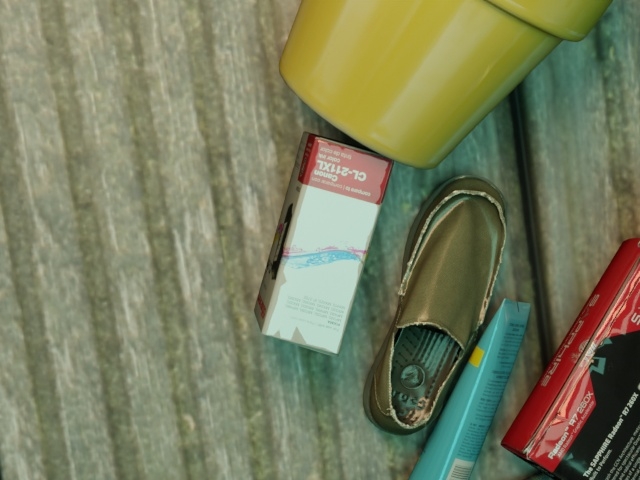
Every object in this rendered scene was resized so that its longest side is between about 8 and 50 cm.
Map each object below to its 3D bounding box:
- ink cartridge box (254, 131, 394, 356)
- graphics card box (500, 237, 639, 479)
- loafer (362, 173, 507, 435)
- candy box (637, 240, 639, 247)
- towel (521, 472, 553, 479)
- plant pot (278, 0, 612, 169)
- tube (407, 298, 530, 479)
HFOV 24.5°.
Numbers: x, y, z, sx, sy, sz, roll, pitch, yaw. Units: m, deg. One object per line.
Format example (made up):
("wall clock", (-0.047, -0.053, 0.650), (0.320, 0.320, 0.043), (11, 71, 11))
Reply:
("ink cartridge box", (0.000, 0.000, 1.287), (0.072, 0.127, 0.175), (15, 94, -7))
("graphics card box", (0.379, 0.191, 1.365), (0.371, 0.094, 0.233), (33, 84, -9))
("loafer", (0.112, 0.064, 1.329), (0.094, 0.087, 0.251), (16, 95, -9))
("candy box", (0.403, 0.036, 1.298), (0.233, 0.159, 0.071), (43, 123, 5))
("towel", (0.146, 0.417, 1.402), (0.312, 0.056, 0.324), (-24, 97, -7))
("plant pot", (0.091, -0.202, 1.230), (0.254, 0.254, 0.239), (31, 108, -10))
("tube", (0.141, 0.150, 1.356), (0.052, 0.080, 0.207), (26, 96, 19))
